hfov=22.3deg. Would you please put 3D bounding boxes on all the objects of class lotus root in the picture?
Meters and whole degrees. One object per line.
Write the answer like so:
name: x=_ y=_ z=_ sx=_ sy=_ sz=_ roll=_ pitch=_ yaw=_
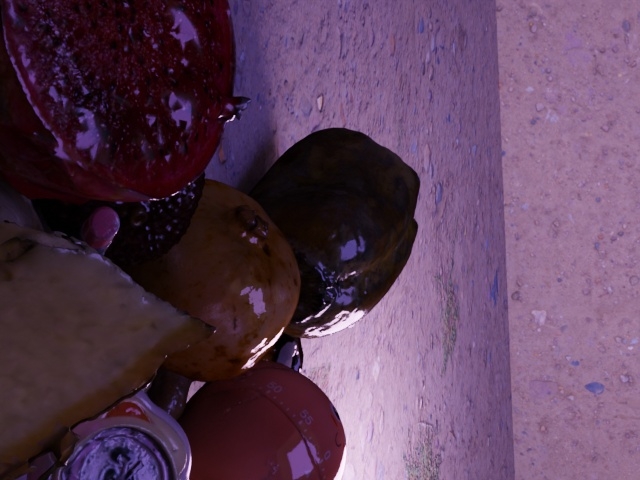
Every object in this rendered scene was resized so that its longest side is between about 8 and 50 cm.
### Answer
lotus root: x=0.000 y=0.000 z=2.320 sx=0.346 sy=0.250 sz=0.250 roll=-53 pitch=142 yaw=-60

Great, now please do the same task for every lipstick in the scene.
lipstick: x=-0.237 y=0.008 z=1.646 sx=0.234 sy=0.053 sz=0.053 roll=139 pitch=-35 yaw=-65

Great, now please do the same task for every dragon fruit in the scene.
dragon fruit: x=-0.259 y=-0.206 z=1.558 sx=0.371 sy=0.249 sz=0.386 roll=49 pitch=42 yaw=-42

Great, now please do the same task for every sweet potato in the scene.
sweet potato: x=-0.180 y=0.168 z=2.118 sx=0.218 sy=0.051 sz=0.065 roll=-63 pitch=146 yaw=-49

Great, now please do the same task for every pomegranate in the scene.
pomegranate: x=-0.138 y=0.045 z=1.944 sx=0.248 sy=0.248 sz=0.248 roll=4 pitch=90 yaw=-70

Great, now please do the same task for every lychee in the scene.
lychee: x=-0.219 y=-0.065 z=1.772 sx=0.194 sy=0.194 sz=0.194 roll=4 pitch=90 yaw=-70

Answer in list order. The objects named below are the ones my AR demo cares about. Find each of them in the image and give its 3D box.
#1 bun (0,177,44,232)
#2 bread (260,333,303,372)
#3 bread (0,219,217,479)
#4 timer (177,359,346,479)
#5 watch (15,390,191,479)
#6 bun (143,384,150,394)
bun: x=-0.318 y=0.028 z=1.592 sx=0.222 sy=0.127 sz=0.222 roll=3 pitch=90 yaw=-69
bread: x=-0.076 y=0.167 z=2.371 sx=0.269 sy=0.095 sz=0.139 roll=-73 pitch=164 yaw=-69
bread: x=-0.304 y=0.131 z=1.335 sx=0.248 sy=0.315 sz=0.279 roll=45 pitch=59 yaw=-38
timer: x=-0.083 y=0.277 z=2.145 sx=0.215 sy=0.229 sz=0.230 roll=-44 pitch=136 yaw=-43
watch: x=-0.232 y=0.267 z=1.620 sx=0.210 sy=0.217 sz=0.248 roll=12 pitch=77 yaw=-28
bun: x=-0.256 y=0.142 z=1.804 sx=0.210 sy=0.116 sz=0.237 roll=64 pitch=38 yaw=-53
